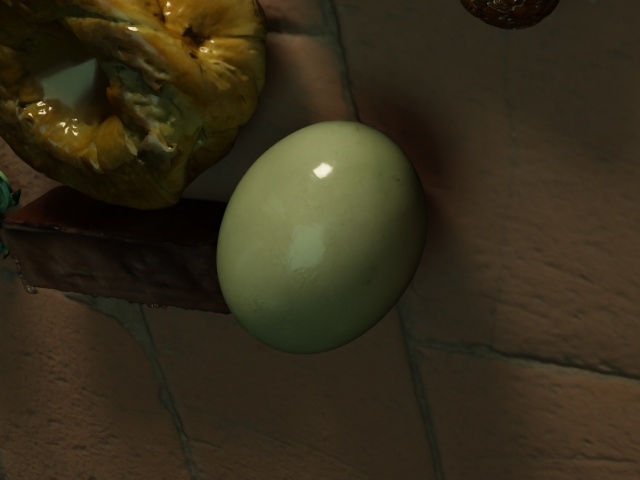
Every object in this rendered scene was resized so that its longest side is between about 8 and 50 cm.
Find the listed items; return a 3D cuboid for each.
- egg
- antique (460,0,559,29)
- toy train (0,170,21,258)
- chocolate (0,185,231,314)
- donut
[{"bbox_3d":[0.000,0.000,1.390,0.203,0.203,0.282,33,133,8],"label":"egg"},{"bbox_3d":[0.165,-0.230,1.175,0.104,0.104,0.104,18,131,22],"label":"antique"},{"bbox_3d":[-0.487,-0.044,1.758,0.163,0.112,0.203,35,134,14],"label":"toy train"},{"bbox_3d":[-0.224,0.002,1.615,0.321,0.112,0.112,5,127,30],"label":"chocolate"},{"bbox_3d":[-0.222,-0.198,1.420,0.360,0.170,0.360,22,138,21],"label":"donut"}]
